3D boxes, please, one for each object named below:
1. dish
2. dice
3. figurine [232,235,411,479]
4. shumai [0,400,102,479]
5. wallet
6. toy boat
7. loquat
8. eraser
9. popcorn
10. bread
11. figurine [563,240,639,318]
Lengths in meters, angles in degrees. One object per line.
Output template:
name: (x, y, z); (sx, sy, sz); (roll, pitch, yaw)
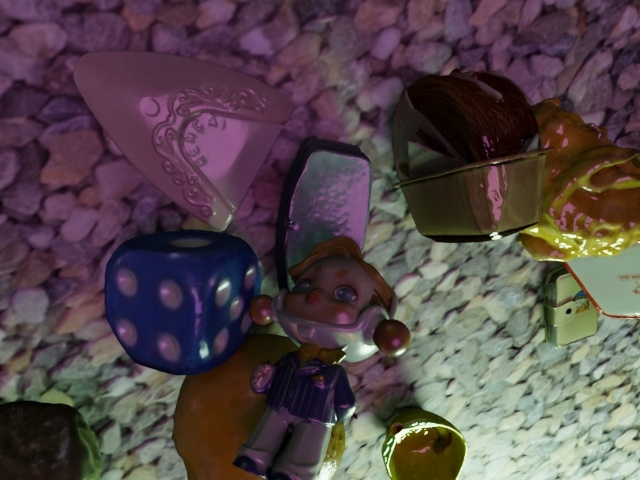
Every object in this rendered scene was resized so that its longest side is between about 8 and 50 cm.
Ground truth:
dish: (0.175, 0.363, 0.739); (0.148, 0.080, 0.208); (-37, 113, 3)
dice: (-0.166, 0.066, 0.506); (0.146, 0.143, 0.146); (12, 107, 21)
figurine: (0.010, 0.131, 0.462); (0.193, 0.275, 0.133); (-14, 139, 16)
shumai: (-0.382, 0.432, 0.522); (0.397, 0.324, 0.323); (-32, 126, 2)
wallet: (0.467, 0.119, 0.762); (0.110, 0.039, 0.155); (-16, 110, -13)
toy boat: (0.000, 0.000, 0.589); (0.127, 0.078, 0.283); (5, 104, -19)
loquat: (-0.073, 0.243, 0.563); (0.243, 0.244, 0.244); (-4, 107, -13)
eraser: (-0.179, -0.146, 0.507); (0.243, 0.059, 0.204); (27, 98, -24)
popcorn: (0.348, -0.082, 0.578); (0.250, 0.250, 0.190); (11, 139, -17)
bread: (0.173, -0.106, 0.527); (0.142, 0.224, 0.212); (-16, 95, -16)
figurine: (0.556, -0.007, 0.670); (0.226, 0.183, 0.160); (-45, 101, -26)
